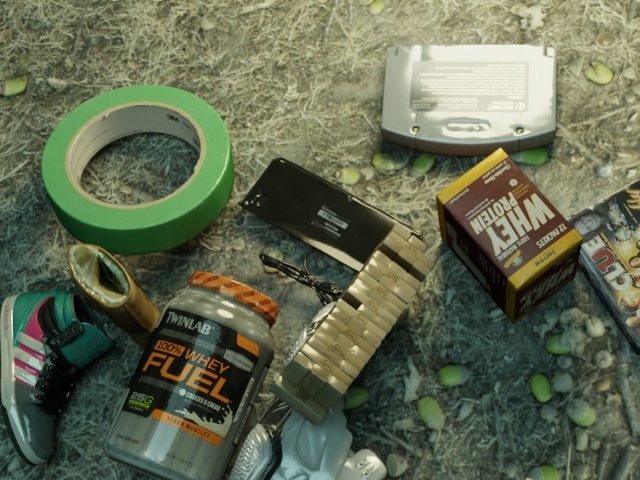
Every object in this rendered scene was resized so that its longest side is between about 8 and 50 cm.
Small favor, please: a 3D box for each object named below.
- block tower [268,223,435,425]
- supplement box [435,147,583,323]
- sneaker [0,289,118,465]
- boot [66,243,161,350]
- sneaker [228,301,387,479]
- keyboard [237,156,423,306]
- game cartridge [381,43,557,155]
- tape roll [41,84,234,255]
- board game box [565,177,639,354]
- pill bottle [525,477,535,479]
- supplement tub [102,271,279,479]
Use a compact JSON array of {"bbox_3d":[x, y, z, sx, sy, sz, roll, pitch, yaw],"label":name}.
[{"bbox_3d":[0.057,0.121,1.720,0.091,0.097,0.335,38,53,1],"label":"block tower"},{"bbox_3d":[0.293,-0.004,1.780,0.129,0.191,0.194,-36,69,-6],"label":"supplement box"},{"bbox_3d":[-0.418,0.206,1.854,0.178,0.124,0.295,-17,66,12],"label":"sneaker"},{"bbox_3d":[-0.345,0.061,1.811,0.236,0.269,0.089,37,78,19],"label":"boot"},{"bbox_3d":[0.018,0.284,1.750,0.210,0.137,0.366,26,66,6],"label":"sneaker"},{"bbox_3d":[0.000,0.000,1.912,0.317,0.033,0.201,29,70,19],"label":"keyboard"},{"bbox_3d":[0.255,-0.243,1.954,0.297,0.062,0.198,2,74,10],"label":"game cartridge"},{"bbox_3d":[-0.309,-0.126,1.939,0.321,0.077,0.321,-2,54,3],"label":"tape roll"},{"bbox_3d":[0.510,0.038,1.811,0.165,0.042,0.243,-28,68,-2],"label":"board game box"},{"bbox_3d":[0.388,0.431,1.631,0.229,0.131,0.131,19,73,16],"label":"pill bottle"},{"bbox_3d":[-0.192,0.221,1.769,0.193,0.193,0.316,17,72,15],"label":"supplement tub"}]
